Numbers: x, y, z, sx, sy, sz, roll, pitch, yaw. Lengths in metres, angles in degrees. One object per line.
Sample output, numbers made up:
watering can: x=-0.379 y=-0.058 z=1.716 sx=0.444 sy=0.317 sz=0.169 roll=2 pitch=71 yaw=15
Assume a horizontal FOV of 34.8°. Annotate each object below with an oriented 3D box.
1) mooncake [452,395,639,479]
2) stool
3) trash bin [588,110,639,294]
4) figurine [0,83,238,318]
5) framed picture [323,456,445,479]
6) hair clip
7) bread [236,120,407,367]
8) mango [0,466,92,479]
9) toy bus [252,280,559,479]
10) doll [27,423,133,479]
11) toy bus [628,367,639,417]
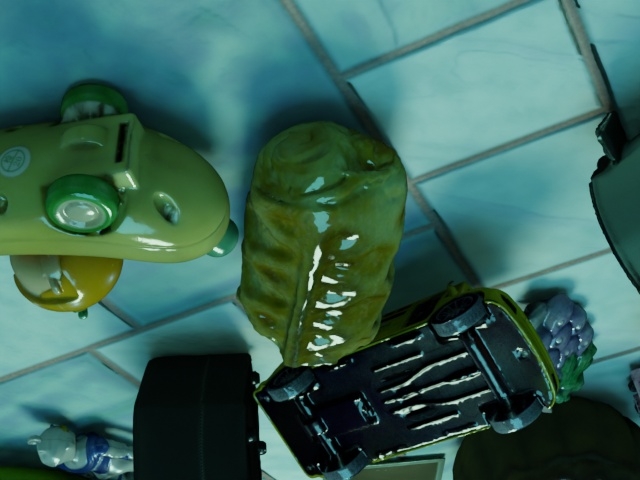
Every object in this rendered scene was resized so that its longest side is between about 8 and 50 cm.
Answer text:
mooncake: x=0.330 y=0.360 z=1.401 sx=0.290 sy=0.161 sz=0.290 roll=0 pitch=123 yaw=0
stool: x=-0.138 y=0.250 z=1.206 sx=0.141 sy=0.232 sz=0.232 roll=-2 pitch=143 yaw=1
trash bin: x=0.405 y=-0.053 z=0.880 sx=0.277 sy=0.217 sz=0.262 roll=48 pitch=125 yaw=-4
figurine: x=-0.242 y=-0.017 z=0.927 sx=0.324 sy=0.124 sz=0.222 roll=-8 pitch=146 yaw=9
framed picture: x=0.095 y=0.368 z=1.558 sx=0.183 sy=0.011 sz=0.142 roll=-5 pitch=143 yaw=-2
hair clip: x=0.276 y=0.136 z=1.231 sx=0.124 sy=0.052 sz=0.195 roll=-43 pitch=135 yaw=-6
bread: x=0.000 y=0.000 z=0.970 sx=0.152 sy=0.130 sz=0.267 roll=3 pitch=141 yaw=-5
mango: x=-0.369 y=0.398 z=1.412 sx=0.343 sy=0.156 sz=0.192 roll=25 pitch=165 yaw=-15
toy bus: x=0.097 y=0.144 z=1.124 sx=0.331 sy=0.151 sz=0.145 roll=-25 pitch=103 yaw=30
doll: x=-0.298 y=0.287 z=1.366 sx=0.114 sy=0.057 sz=0.227 roll=-18 pitch=150 yaw=26
toy bus: x=0.475 y=0.227 z=1.384 sx=0.090 sy=0.063 sz=0.203 roll=-22 pitch=142 yaw=15
